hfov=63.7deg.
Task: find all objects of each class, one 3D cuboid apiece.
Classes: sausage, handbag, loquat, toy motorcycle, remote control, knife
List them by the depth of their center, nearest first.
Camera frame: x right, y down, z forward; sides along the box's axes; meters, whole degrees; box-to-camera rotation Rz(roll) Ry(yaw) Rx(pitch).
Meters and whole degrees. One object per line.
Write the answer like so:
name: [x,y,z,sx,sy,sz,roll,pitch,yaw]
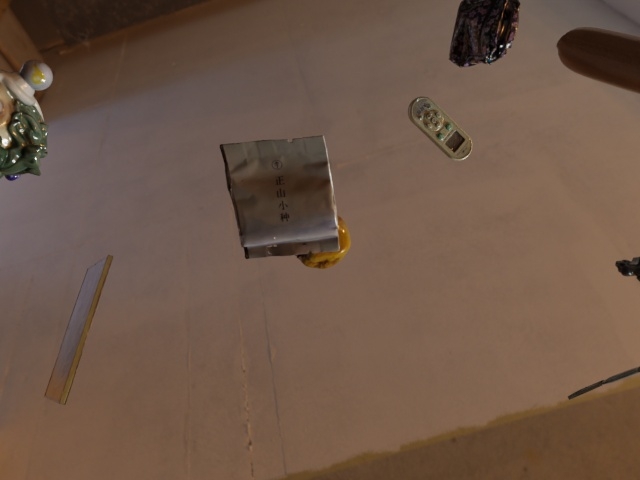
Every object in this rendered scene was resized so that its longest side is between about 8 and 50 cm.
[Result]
toy motorcycle: [0.651,0.054,0.977,0.173,0.058,0.100,-4,-160,-18]
loquat: [0.000,0.000,1.128,0.137,0.137,0.113,-34,-134,-15]
knife: [0.642,0.321,1.161,0.028,0.210,0.015,-22,-110,-35]
sausage: [0.733,-0.459,1.294,0.123,0.123,0.253,-34,-133,-15]
remote control: [0.327,-0.306,1.413,0.078,0.221,0.042,-51,-163,2]
handbag: [0.513,-0.655,1.600,0.126,0.229,0.208,5,-168,-34]

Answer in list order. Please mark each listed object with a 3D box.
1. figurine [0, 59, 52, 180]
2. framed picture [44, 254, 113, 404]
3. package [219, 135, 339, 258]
figurine: [-0.579,-0.266,0.826,0.261,0.382,0.186,-15,-156,-2]
framed picture: [-0.346,0.125,0.733,0.136,0.010,0.201,-16,-123,52]
package: [-0.074,-0.081,1.005,0.203,0.251,0.062,-5,-150,5]
